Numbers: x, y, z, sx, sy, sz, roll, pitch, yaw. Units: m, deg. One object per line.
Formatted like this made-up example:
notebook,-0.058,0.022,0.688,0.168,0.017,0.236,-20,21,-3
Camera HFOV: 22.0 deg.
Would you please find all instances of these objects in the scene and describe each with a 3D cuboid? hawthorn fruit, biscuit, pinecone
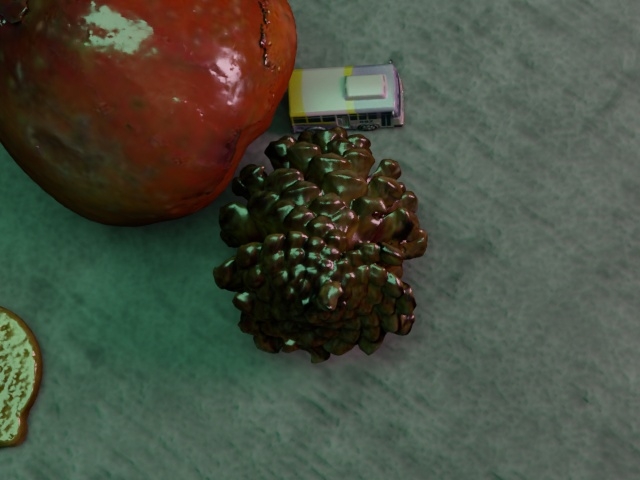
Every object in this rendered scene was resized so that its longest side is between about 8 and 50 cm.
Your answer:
hawthorn fruit,-0.180,-0.169,1.347,0.307,0.276,0.276,36,77,-25
biscuit,-0.333,0.091,1.436,0.225,0.036,0.166,36,81,10
pinecone,0.000,0.000,1.375,0.179,0.150,0.195,-2,74,4

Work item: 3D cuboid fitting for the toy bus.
toy bus,0.022,-0.127,1.456,0.102,0.058,0.052,-3,75,4
